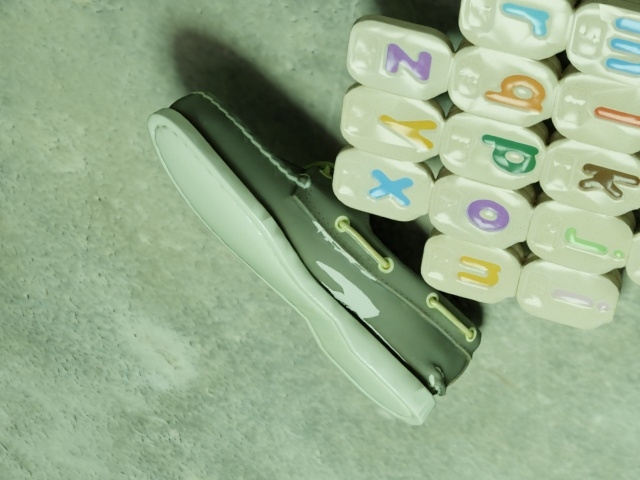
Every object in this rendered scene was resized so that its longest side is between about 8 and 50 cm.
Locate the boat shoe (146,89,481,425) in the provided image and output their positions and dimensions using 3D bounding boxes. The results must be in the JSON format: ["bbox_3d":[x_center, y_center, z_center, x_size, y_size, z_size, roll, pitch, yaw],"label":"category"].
[{"bbox_3d":[-0.002,0.000,1.439,0.305,0.091,0.109,48,165,-18],"label":"boat shoe"}]

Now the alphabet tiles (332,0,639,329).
[{"bbox_3d":[0.148,-0.055,1.316,0.278,0.021,0.284,15,136,9],"label":"alphabet tiles"}]
